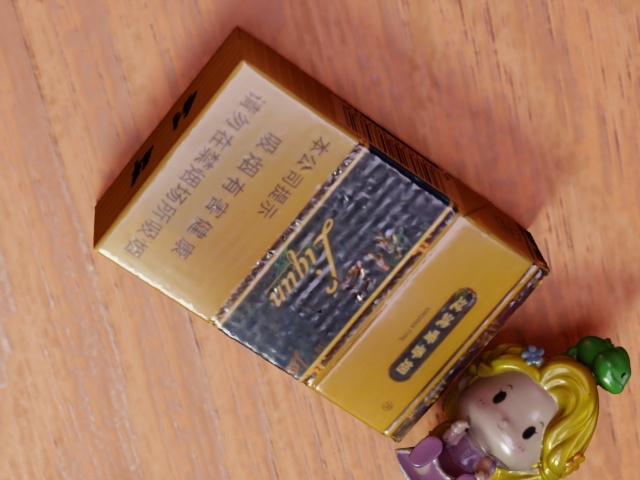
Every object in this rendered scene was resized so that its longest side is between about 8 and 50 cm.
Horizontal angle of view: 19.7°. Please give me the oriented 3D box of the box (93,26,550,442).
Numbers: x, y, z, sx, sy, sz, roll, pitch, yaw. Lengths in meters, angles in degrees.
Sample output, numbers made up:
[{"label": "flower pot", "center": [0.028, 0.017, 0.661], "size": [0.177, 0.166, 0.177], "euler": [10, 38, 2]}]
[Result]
[{"label": "box", "center": [0.000, 0.000, 1.127], "size": [0.237, 0.070, 0.152], "euler": [35, 107, -17]}]

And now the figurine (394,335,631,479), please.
[{"label": "figurine", "center": [0.125, 0.116, 1.194], "size": [0.156, 0.115, 0.095], "euler": [-40, 88, -9]}]
